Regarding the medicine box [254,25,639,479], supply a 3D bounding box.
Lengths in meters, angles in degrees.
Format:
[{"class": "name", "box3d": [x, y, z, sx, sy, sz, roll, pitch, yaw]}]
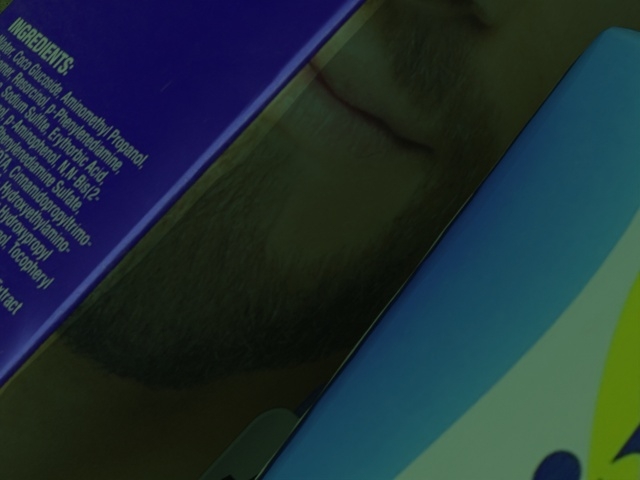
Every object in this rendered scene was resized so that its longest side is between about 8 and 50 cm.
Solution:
[{"class": "medicine box", "box3d": [0.108, 0.136, 0.310, 0.289, 0.149, 0.263, 28, 76, 42]}]

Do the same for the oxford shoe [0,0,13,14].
[{"class": "oxford shoe", "box3d": [-0.152, -0.106, 0.713, 0.130, 0.123, 0.348, -10, 47, -5]}]

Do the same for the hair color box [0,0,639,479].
[{"class": "hair color box", "box3d": [0.000, 0.000, 0.458, 0.339, 0.185, 0.110, -48, 46, -5]}]
